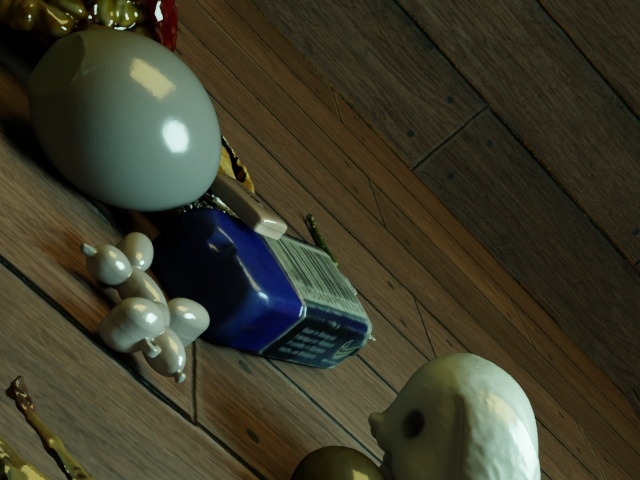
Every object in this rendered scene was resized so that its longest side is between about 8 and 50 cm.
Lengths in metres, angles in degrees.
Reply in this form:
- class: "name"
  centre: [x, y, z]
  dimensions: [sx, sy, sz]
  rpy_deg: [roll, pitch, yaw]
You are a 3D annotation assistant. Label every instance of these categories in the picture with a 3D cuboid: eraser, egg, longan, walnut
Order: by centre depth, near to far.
- class: "longan"
  centre: [0.020, 0.250, 1.295]
  dimensions: [0.106, 0.106, 0.119]
  rpy_deg: [52, -2, 10]
- class: "egg"
  centre: [-0.201, -0.122, 1.428]
  dimensions: [0.232, 0.176, 0.176]
  rpy_deg: [42, 14, -46]
- class: "eraser"
  centre: [-0.057, 0.063, 1.563]
  dimensions: [0.155, 0.101, 0.332]
  rpy_deg: [55, 15, 22]
- class: "walnut"
  centre: [-0.296, -0.303, 1.571]
  dimensions: [0.244, 0.222, 0.269]
  rpy_deg: [-2, 29, -35]

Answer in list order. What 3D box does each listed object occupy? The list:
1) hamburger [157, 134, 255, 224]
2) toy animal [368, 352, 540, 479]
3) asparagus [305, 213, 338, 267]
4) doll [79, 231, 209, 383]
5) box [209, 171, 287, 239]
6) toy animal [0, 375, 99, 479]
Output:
- class: "hamburger"
  centre: [-0.169, -0.096, 1.635]
  dimensions: [0.231, 0.107, 0.231]
  rpy_deg: [49, 8, -10]
- class: "toy animal"
  centre: [0.155, 0.265, 1.348]
  dimensions: [0.249, 0.174, 0.289]
  rpy_deg: [-106, -176, -46]
- class: "asparagus"
  centre: [0.000, 0.000, 2.131]
  dimensions: [0.127, 0.018, 0.015]
  rpy_deg: [-118, -163, -44]
- class: "doll"
  centre: [-0.167, 0.064, 1.270]
  dimensions: [0.161, 0.059, 0.160]
  rpy_deg: [52, 13, 6]
- class: "box"
  centre: [-0.085, -0.041, 1.509]
  dimensions: [0.048, 0.025, 0.115]
  rpy_deg: [26, 12, -47]
- class: "toy animal"
  centre: [-0.156, 0.194, 0.943]
  dimensions: [0.275, 0.054, 0.149]
  rpy_deg: [40, 12, -26]
